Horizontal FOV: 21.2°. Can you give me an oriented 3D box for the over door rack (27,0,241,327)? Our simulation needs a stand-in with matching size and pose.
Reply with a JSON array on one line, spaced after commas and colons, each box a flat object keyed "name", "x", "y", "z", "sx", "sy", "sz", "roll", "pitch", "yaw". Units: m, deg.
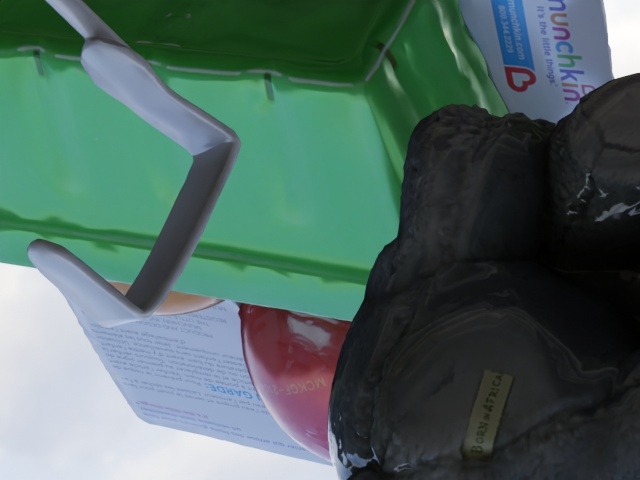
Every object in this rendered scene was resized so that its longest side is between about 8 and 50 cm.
[{"name": "over door rack", "x": -0.167, "y": -0.120, "z": 0.472, "sx": 0.108, "sy": 0.324, "sz": 0.239, "roll": -43, "pitch": -164, "yaw": -29}]

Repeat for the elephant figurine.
[{"name": "elephant figurine", "x": 0.099, "y": 0.072, "z": 0.556, "sx": 0.186, "sy": 0.239, "sz": 0.169, "roll": -10, "pitch": -121, "yaw": 10}]

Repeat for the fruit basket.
[{"name": "fruit basket", "x": 0.000, "y": 0.000, "z": 0.780, "sx": 0.327, "sy": 0.353, "sz": 0.165, "roll": 8, "pitch": -123, "yaw": 27}]
